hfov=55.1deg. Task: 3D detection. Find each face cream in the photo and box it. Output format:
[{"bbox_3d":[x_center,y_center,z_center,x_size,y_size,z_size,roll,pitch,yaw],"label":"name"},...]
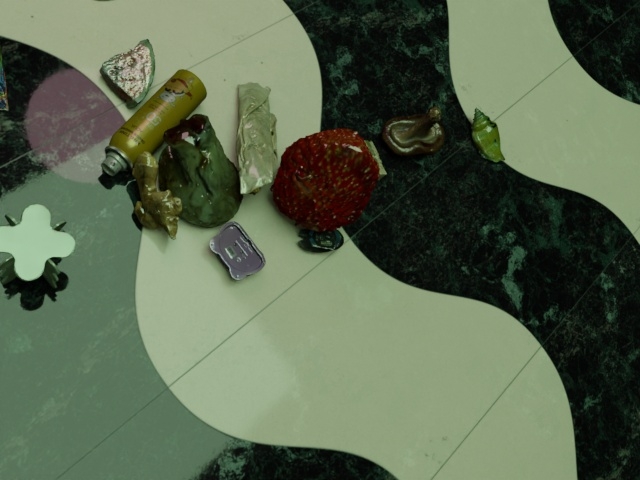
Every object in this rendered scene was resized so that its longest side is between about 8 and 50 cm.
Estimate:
[{"bbox_3d":[-0.440,-0.301,1.603,0.105,0.105,0.349,40,63,-9],"label":"face cream"}]

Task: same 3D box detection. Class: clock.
[{"bbox_3d":[-0.227,0.035,1.630,0.110,0.050,0.153,-38,92,-29],"label":"clock"}]

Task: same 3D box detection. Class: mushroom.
[{"bbox_3d":[0.330,-0.352,1.903,0.227,0.217,0.148,-18,82,-28],"label":"mushroom"}]

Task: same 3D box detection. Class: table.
[{"bbox_3d":[-0.637,0.028,1.362,0.166,0.198,0.167,7,72,-23],"label":"table"}]

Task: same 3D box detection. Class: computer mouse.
[{"bbox_3d":[0.000,0.000,1.747,0.135,0.047,0.079,2,62,-12],"label":"computer mouse"}]

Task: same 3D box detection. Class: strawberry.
[{"bbox_3d":[0.002,-0.169,1.624,0.292,0.343,0.292,0,77,0],"label":"strawberry"}]

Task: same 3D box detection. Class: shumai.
[{"bbox_3d":[-0.298,-0.174,1.578,0.272,0.203,0.222,45,63,-11],"label":"shumai"}]

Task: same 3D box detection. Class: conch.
[{"bbox_3d":[0.565,-0.359,2.099,0.094,0.079,0.201,-17,91,-9],"label":"conch"}]

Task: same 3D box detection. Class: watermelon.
[{"bbox_3d":[-0.514,-0.447,1.638,0.139,0.071,0.187,10,79,-15],"label":"watermelon"}]

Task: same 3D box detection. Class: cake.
[{"bbox_3d":[0.158,-0.245,1.904,0.051,0.055,0.140,-4,59,-24],"label":"cake"}]

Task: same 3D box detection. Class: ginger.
[{"bbox_3d":[-0.407,-0.114,1.537,0.059,0.133,0.214,-22,115,-63],"label":"ginger"}]

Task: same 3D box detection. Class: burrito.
[{"bbox_3d":[-0.175,-0.286,1.694,0.117,0.076,0.392,1,57,-11],"label":"burrito"}]

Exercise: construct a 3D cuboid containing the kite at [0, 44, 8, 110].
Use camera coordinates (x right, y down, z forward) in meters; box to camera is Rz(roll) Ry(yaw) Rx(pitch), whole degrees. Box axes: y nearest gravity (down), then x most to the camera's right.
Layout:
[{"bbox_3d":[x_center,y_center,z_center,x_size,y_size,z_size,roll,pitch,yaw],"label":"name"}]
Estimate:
[{"bbox_3d":[-0.858,-0.390,1.492,0.234,0.016,0.321,42,63,-10],"label":"kite"}]
